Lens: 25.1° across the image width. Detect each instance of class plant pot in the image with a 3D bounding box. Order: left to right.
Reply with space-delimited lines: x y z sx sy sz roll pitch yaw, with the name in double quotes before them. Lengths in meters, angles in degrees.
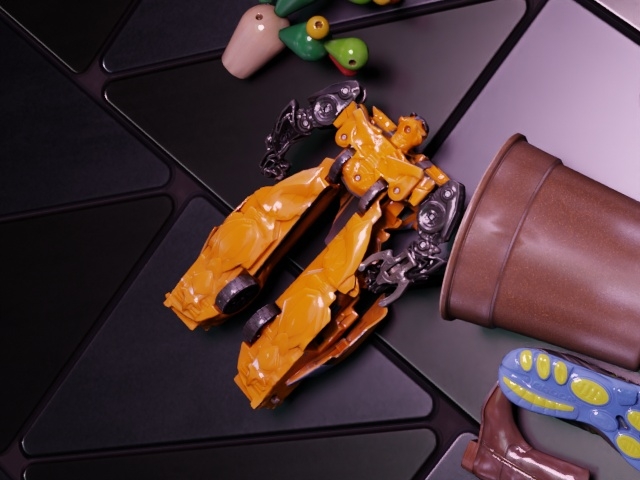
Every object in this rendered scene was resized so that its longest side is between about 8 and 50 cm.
"plant pot" 0.206 0.018 1.167 0.165 0.167 0.167 22 94 16

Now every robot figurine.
"robot figurine" 0.000 0.000 1.295 0.291 0.085 0.211 -48 69 13

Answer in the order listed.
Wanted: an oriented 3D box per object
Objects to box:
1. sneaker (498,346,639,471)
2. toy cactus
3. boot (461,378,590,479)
"sneaker" 0.237 0.134 1.181 0.188 0.078 0.067 25 103 9
"toy cactus" -0.025 -0.225 1.337 0.180 0.112 0.219 -45 70 34
"boot" 0.186 0.175 1.216 0.114 0.037 0.106 27 109 28
